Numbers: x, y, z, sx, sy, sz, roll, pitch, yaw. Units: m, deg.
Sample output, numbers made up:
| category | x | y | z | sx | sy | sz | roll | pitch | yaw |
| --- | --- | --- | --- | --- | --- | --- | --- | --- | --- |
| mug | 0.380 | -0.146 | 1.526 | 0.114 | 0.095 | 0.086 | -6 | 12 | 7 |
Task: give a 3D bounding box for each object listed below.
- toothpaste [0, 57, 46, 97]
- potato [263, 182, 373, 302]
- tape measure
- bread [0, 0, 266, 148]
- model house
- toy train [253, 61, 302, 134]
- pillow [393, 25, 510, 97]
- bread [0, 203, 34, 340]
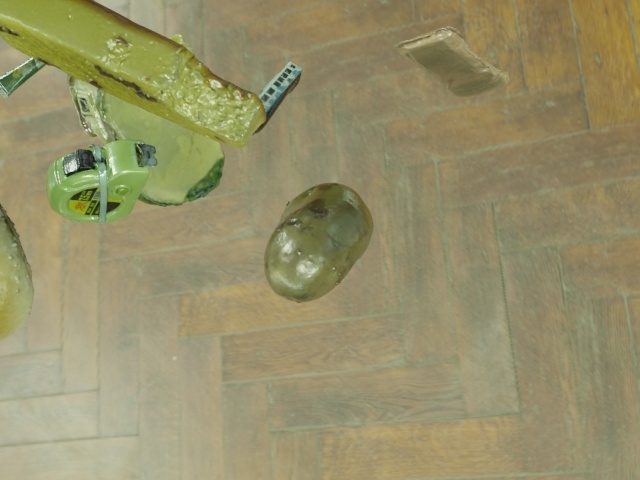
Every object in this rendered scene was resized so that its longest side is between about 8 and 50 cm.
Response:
| category | x | y | z | sx | sy | sz | roll | pitch | yaw |
| --- | --- | --- | --- | --- | --- | --- | --- | --- | --- |
| toothpaste | -0.664 | -0.404 | 1.853 | 0.204 | 0.031 | 0.049 | -34 | 112 | 7 |
| potato | 0.000 | 0.000 | 1.355 | 0.164 | 0.262 | 0.165 | 9 | 126 | 13 |
| tape measure | -0.361 | -0.091 | 1.292 | 0.177 | 0.154 | 0.088 | -54 | 46 | 47 |
| bread | -0.153 | -0.141 | 0.639 | 0.226 | 0.088 | 0.049 | 25 | 80 | 0 |
| model house | -0.386 | -0.235 | 1.648 | 0.266 | 0.261 | 0.321 | 13 | 126 | 43 |
| toy train | -0.095 | -0.254 | 1.470 | 0.047 | 0.043 | 0.207 | 31 | 51 | 1 |
| pillow | 0.237 | -0.313 | 1.432 | 0.135 | 0.211 | 0.034 | -10 | 64 | 44 |
| bread | -0.551 | 0.025 | 1.202 | 0.305 | 0.158 | 0.306 | 29 | 131 | 40 |
